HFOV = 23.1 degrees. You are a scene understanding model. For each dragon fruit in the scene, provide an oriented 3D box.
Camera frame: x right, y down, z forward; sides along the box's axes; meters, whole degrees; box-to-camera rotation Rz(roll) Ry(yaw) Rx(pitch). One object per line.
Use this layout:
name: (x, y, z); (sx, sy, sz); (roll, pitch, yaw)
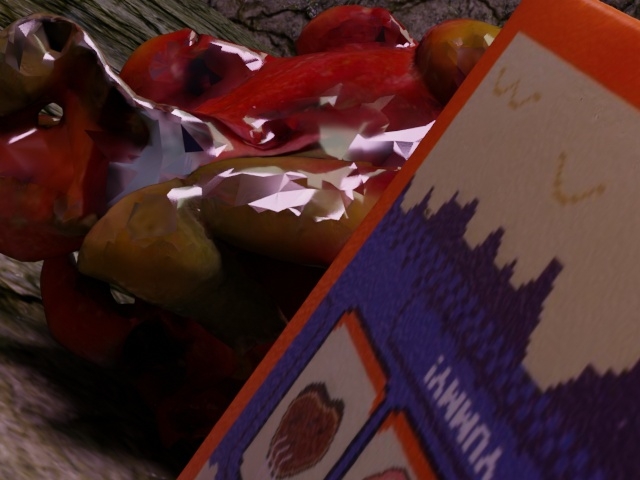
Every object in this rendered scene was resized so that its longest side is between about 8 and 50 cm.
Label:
dragon fruit: (-0.002, 0.011, 0.697); (0.307, 0.243, 0.227); (-6, 52, -16)

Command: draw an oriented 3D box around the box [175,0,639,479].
box: (0.160, 0.147, 0.425); (0.348, 0.257, 0.318); (32, 9, -19)
